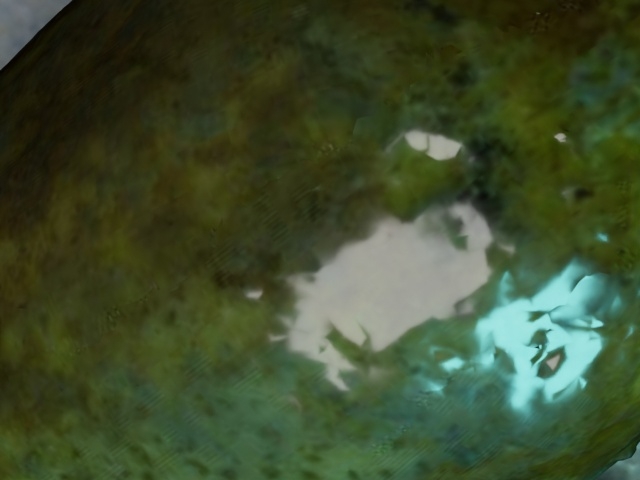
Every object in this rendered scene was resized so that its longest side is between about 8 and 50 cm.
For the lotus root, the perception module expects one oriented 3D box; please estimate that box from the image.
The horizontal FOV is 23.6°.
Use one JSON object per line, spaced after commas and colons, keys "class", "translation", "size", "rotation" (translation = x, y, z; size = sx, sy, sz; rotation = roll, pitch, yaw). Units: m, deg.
{"class": "lotus root", "translation": [0.000, 0.000, 0.557], "size": [0.346, 0.250, 0.250], "rotation": [-31, 107, 32]}
